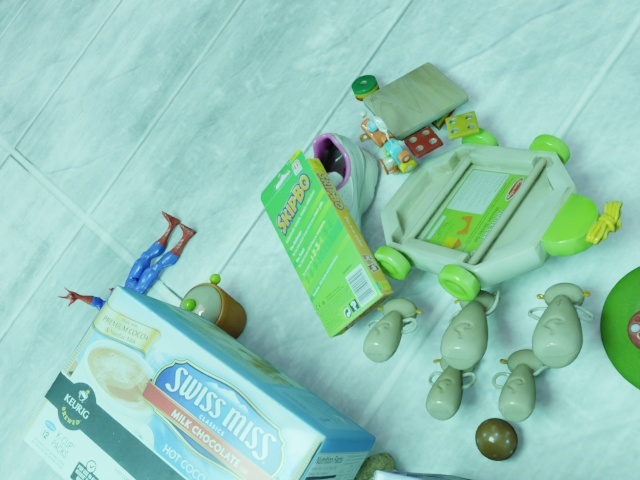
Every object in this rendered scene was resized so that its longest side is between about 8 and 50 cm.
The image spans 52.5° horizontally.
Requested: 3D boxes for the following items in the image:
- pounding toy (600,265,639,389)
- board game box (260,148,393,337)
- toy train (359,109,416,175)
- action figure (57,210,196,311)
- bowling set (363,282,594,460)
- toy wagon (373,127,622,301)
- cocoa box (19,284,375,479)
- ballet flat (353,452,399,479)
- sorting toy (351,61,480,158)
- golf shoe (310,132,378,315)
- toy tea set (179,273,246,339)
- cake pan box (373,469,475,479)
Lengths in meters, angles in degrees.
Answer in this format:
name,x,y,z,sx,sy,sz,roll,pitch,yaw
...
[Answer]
name,x,y,z,sx,sy,sz,roll,pitch,yaw
pounding toy,0.446,0.099,0.752,0.236,0.110,0.183,17,78,34
board game box,0.000,0.000,0.959,0.124,0.039,0.260,-45,66,37
toy train,0.096,-0.150,1.034,0.046,0.166,0.125,-41,96,7
action figure,-0.366,0.067,1.208,0.091,0.139,0.281,30,88,36
bowling set,0.209,0.169,0.859,0.286,0.200,0.154,-1,25,25
toy wagon,0.239,-0.034,0.889,0.344,0.068,0.267,17,62,47
cocoa box,-0.147,0.252,0.837,0.347,0.231,0.228,30,85,25
ballet flat,0.021,0.350,0.918,0.206,0.073,0.067,-20,33,17
sorting toy,0.162,-0.214,1.067,0.132,0.046,0.275,-30,44,-1
golf shoe,0.014,-0.028,1.033,0.115,0.140,0.307,-5,68,26
toy tea set,-0.196,0.221,1.048,0.200,0.124,0.336,-33,57,13
cake pan box,0.208,0.308,0.700,0.245,0.267,0.070,0,71,32
